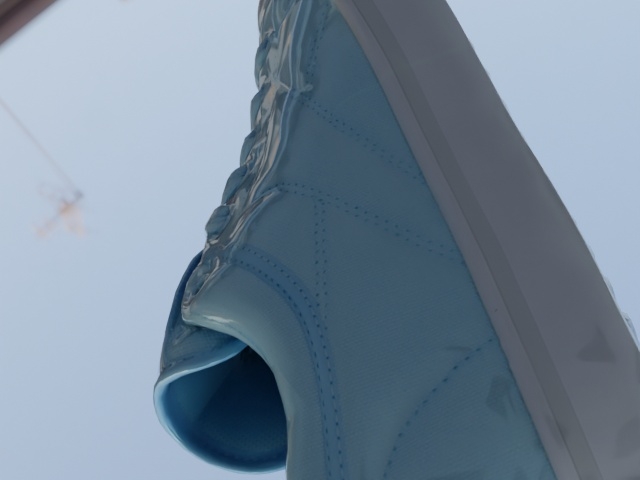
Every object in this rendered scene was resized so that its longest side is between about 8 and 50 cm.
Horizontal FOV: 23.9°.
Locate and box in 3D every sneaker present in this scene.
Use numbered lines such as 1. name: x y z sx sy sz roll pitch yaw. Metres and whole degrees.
1. sneaker: 0.000 0.000 0.539 0.150 0.135 0.366 -22 -146 0
